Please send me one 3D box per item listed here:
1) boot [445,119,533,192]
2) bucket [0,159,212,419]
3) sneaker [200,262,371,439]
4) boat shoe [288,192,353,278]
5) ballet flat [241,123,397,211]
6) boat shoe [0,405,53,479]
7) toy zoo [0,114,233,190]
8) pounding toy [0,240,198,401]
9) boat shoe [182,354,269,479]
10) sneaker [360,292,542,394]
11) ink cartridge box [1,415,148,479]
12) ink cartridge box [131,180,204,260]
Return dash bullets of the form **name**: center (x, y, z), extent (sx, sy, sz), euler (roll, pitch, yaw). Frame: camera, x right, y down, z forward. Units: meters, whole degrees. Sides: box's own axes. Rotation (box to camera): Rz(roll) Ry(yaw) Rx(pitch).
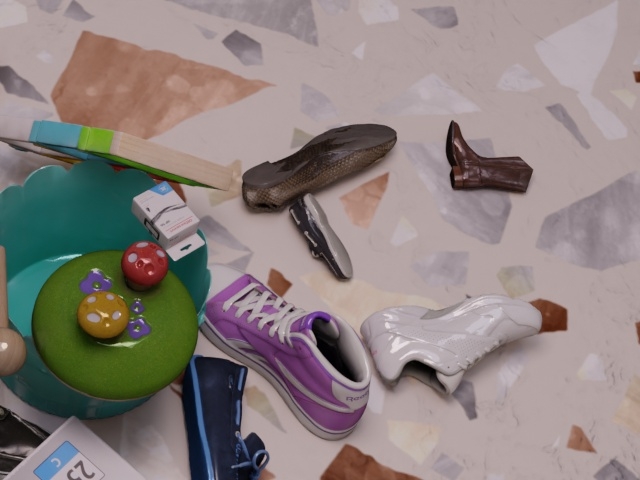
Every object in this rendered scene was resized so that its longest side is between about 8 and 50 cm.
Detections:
- **boot**: center (0.233, -0.115, 2.256), extent (0.114, 0.037, 0.106), euler (0, 70, -9)
- **bucket**: center (-0.271, 0.064, 1.930), extent (0.281, 0.183, 0.281), euler (7, 56, -10)
- **sneaker**: center (-0.042, 0.098, 1.976), extent (0.282, 0.161, 0.102), euler (40, 59, 16)
- **boat shoe**: center (0.000, 0.000, 2.124), extent (0.038, 0.046, 0.125), euler (-33, 78, 17)
- **ballet flat**: center (0.000, -0.096, 2.183), extent (0.250, 0.058, 0.084), euler (-26, 34, -33)
- **boat shoe**: center (-0.393, 0.216, 1.867), extent (0.219, 0.070, 0.077), euler (17, 55, -2)
- **toy zoo**: center (-0.275, -0.110, 2.004), extent (0.192, 0.293, 0.030), euler (17, 85, -49)
- **pounding toy**: center (-0.241, 0.065, 1.756), extent (0.237, 0.110, 0.183), euler (6, 56, -11)
- **boat shoe**: center (-0.102, 0.241, 1.899), extent (0.089, 0.109, 0.258), euler (2, 59, -16)
- **sneaker**: center (0.170, 0.137, 2.053), extent (0.232, 0.090, 0.115), euler (-9, 65, -8)
- **ink cartridge box**: center (-0.269, 0.370, 1.750), extent (0.261, 0.066, 0.296), euler (41, 49, 5)
- **ink cartridge box**: center (-0.173, -0.022, 1.881), extent (0.048, 0.028, 0.083), euler (-32, 70, -29)
